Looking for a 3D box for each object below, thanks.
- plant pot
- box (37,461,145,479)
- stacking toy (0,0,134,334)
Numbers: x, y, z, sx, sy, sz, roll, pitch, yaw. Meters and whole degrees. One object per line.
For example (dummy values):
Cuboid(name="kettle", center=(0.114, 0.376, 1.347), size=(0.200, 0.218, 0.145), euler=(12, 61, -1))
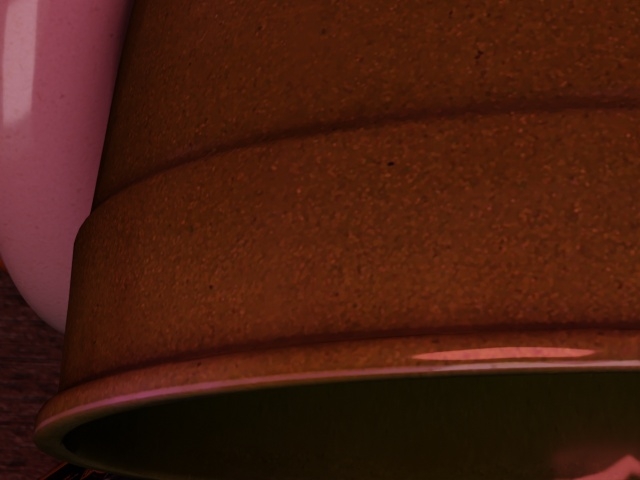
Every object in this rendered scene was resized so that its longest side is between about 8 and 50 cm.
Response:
Cuboid(name="plant pot", center=(0.085, -0.095, 0.615), size=(0.367, 0.353, 0.366), euler=(0, 166, 0))
Cuboid(name="box", center=(-0.089, 0.289, 1.232), size=(0.257, 0.079, 0.322), euler=(-35, 109, 31))
Cuboid(name="stacking toy", center=(-0.232, -0.169, 0.867), size=(0.480, 0.350, 0.350), euler=(17, 126, 20))
